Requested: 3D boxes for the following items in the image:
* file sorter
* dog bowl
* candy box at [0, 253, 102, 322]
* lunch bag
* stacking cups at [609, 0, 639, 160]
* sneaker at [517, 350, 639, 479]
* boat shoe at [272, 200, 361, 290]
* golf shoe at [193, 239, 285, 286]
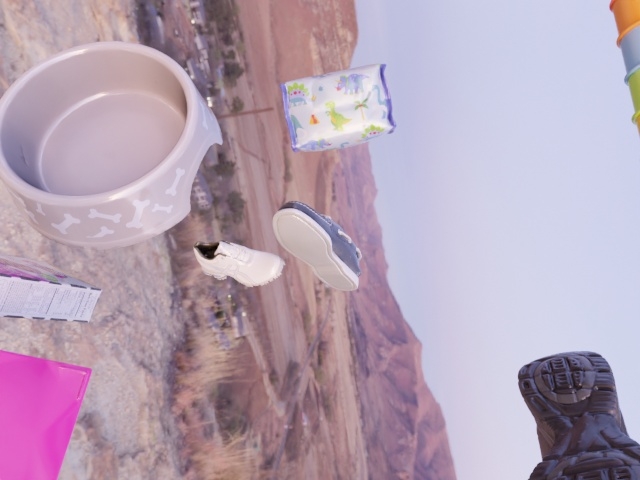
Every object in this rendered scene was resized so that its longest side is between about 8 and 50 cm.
[{"bbox_3d":[-0.521,0.248,0.689,0.290,0.182,0.202,25,65,-34],"label":"file sorter"},{"bbox_3d":[-0.334,-0.164,0.772,0.102,0.348,0.349,92,-10,-64],"label":"dog bowl"},{"bbox_3d":[-0.519,0.074,0.840,0.071,0.159,0.233,-68,160,-5],"label":"candy box"},{"bbox_3d":[0.023,-0.162,0.630,0.151,0.128,0.097,-48,128,-85],"label":"lunch bag"},{"bbox_3d":[0.470,-0.267,0.712,0.096,0.095,0.317,62,21,-72],"label":"stacking cups"},{"bbox_3d":[0.238,0.215,0.417,0.130,0.108,0.286,66,29,-12],"label":"sneaker"},{"bbox_3d":[0.000,0.000,1.027,0.303,0.114,0.091,55,41,-50],"label":"boat shoe"},{"bbox_3d":[-0.155,0.036,0.908,0.086,0.176,0.069,63,35,-53],"label":"golf shoe"}]
